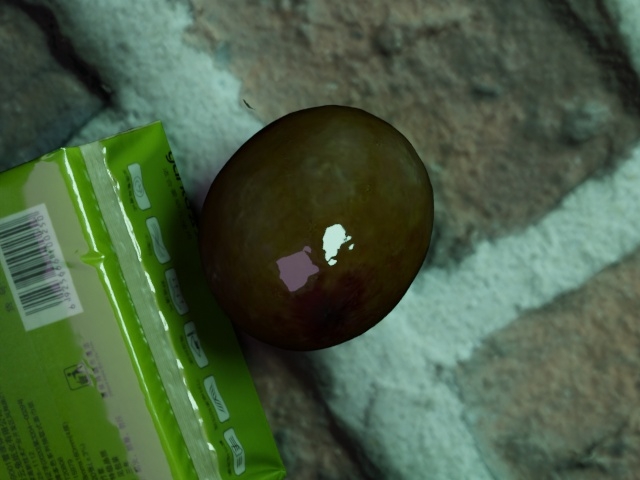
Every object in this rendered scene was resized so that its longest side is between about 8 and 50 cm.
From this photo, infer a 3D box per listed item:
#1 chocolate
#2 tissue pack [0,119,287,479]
[{"bbox_3d":[0.000,0.000,1.304,0.177,0.177,0.176,3,100,19],"label":"chocolate"},{"bbox_3d":[-0.176,0.082,1.387,0.200,0.167,0.274,-19,94,24],"label":"tissue pack"}]
